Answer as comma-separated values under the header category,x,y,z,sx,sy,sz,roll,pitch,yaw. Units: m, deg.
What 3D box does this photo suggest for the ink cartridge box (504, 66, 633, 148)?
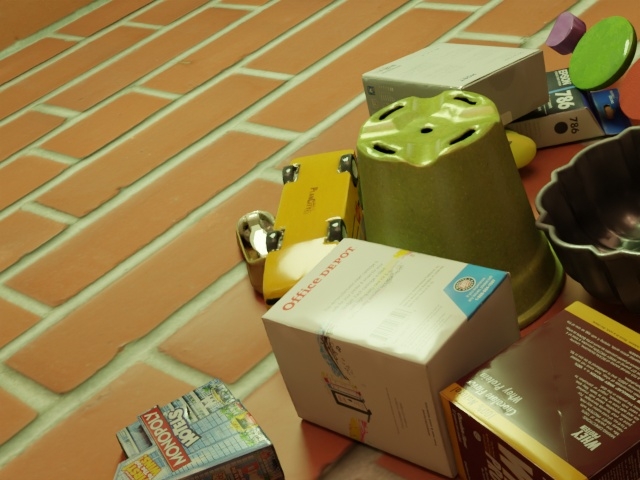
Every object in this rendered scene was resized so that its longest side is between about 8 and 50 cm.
category,x,y,z,sx,sy,sz,roll,pitch,yaw
ink cartridge box,0.333,-0.209,1.665,0.332,0.065,0.165,-10,32,10

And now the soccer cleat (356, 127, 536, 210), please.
category,x,y,z,sx,sy,sz,roll,pitch,yaw
soccer cleat,0.191,-0.100,1.562,0.289,0.093,0.121,-7,59,9

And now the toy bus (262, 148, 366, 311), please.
category,x,y,z,sx,sy,sz,roll,pitch,yaw
toy bus,0.000,0.000,1.432,0.108,0.130,0.333,-10,32,13

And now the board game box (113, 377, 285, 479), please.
category,x,y,z,sx,sy,sz,roll,pitch,yaw
board game box,-0.171,0.253,1.189,0.194,0.060,0.194,-27,33,-17

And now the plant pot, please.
category,x,y,z,sx,sy,sz,roll,pitch,yaw
plant pot,0.160,-0.043,1.307,0.276,0.254,0.276,-12,32,8

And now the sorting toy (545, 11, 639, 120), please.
category,x,y,z,sx,sy,sz,roll,pitch,yaw
sorting toy,0.493,-0.264,1.598,0.127,0.126,0.365,-57,29,14

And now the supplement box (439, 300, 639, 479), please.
category,x,y,z,sx,sy,sz,roll,pitch,yaw
supplement box,0.261,0.192,1.012,0.194,0.129,0.191,-30,34,-20

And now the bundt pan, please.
category,x,y,z,sx,sy,sz,roll,pitch,yaw
bundt pan,0.434,-0.026,1.223,0.330,0.124,0.331,-18,26,9

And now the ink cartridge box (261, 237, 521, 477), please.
category,x,y,z,sx,sy,sz,roll,pitch,yaw
ink cartridge box,0.087,0.125,1.160,0.232,0.168,0.171,14,42,39

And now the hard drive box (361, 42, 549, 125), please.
category,x,y,z,sx,sy,sz,roll,pitch,yaw
hard drive box,0.210,-0.240,1.595,0.181,0.089,0.232,-27,27,-29

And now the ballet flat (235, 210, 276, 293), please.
category,x,y,z,sx,sy,sz,roll,pitch,yaw
ballet flat,-0.088,-0.004,1.535,0.080,0.073,0.232,-19,31,-5
